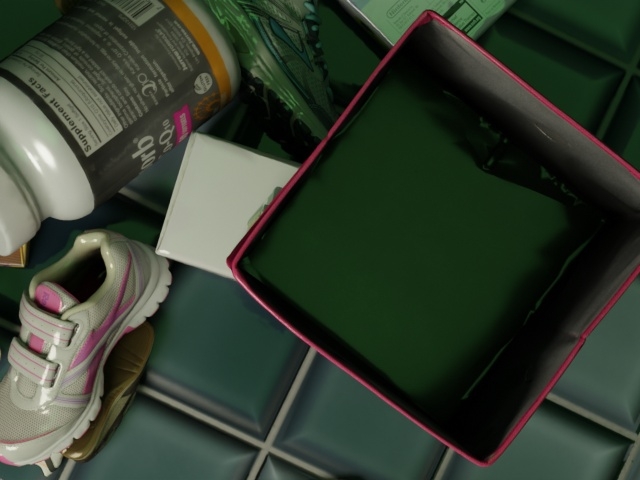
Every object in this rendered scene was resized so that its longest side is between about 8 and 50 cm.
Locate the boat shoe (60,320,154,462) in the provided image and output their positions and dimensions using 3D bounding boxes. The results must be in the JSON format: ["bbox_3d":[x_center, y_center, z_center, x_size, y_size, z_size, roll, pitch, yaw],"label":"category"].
[{"bbox_3d":[-0.208,0.145,1.790,0.056,0.049,0.152,27,75,15],"label":"boat shoe"}]

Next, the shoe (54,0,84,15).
[{"bbox_3d":[-0.186,-0.308,1.805,0.076,0.058,0.219,38,91,-33],"label":"shoe"}]

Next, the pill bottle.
[{"bbox_3d":[-0.222,-0.119,1.704,0.278,0.162,0.162,-40,91,-21],"label":"pill bottle"}]

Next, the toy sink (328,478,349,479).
[{"bbox_3d":[-0.020,0.355,1.755,0.153,0.131,0.234,-6,88,-4],"label":"toy sink"}]

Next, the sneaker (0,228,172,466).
[{"bbox_3d":[-0.247,0.089,1.732,0.103,0.111,0.252,19,72,31],"label":"sneaker"}]

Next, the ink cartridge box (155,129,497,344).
[{"bbox_3d":[0.000,0.000,1.728,0.289,0.211,0.121,18,89,-2],"label":"ink cartridge box"}]

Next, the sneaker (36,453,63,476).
[{"bbox_3d":[-0.299,0.194,1.787,0.109,0.040,0.043,23,90,-2],"label":"sneaker"}]

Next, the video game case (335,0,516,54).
[{"bbox_3d":[0.113,-0.328,1.817,0.269,0.061,0.244,-44,93,-4],"label":"video game case"}]

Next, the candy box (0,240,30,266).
[{"bbox_3d":[-0.331,-0.070,1.786,0.109,0.053,0.186,4,90,-4],"label":"candy box"}]

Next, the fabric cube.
[{"bbox_3d":[0.093,0.000,1.499,0.254,0.258,0.259,38,87,-3],"label":"fabric cube"}]

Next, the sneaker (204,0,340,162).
[{"bbox_3d":[-0.034,-0.190,1.784,0.122,0.110,0.283,-41,94,-13],"label":"sneaker"}]
